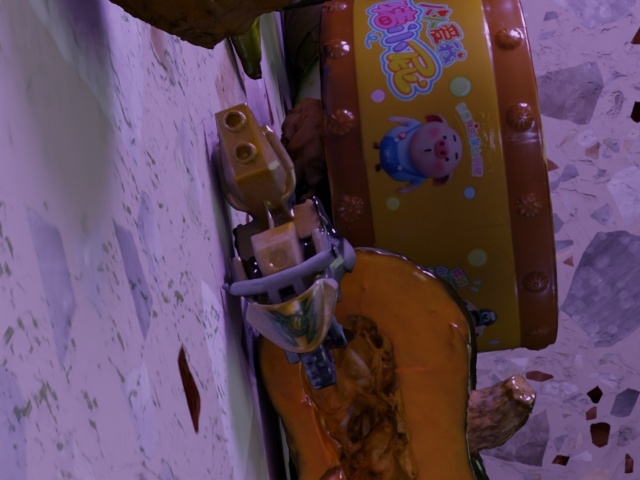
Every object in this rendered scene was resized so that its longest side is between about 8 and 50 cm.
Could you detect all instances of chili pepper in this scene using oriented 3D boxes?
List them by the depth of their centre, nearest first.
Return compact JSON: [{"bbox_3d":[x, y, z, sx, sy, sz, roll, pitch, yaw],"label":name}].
[{"bbox_3d":[-0.079,-0.225,1.088,0.049,0.043,0.208,50,-24,42],"label":"chili pepper"}]

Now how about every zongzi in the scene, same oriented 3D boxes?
[{"bbox_3d":[0.005,-0.289,1.861,0.300,0.139,0.286,97,-18,-49],"label":"zongzi"}]

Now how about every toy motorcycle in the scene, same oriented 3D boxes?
[{"bbox_3d":[-0.030,-0.001,0.863,0.130,0.094,0.229,44,27,-76],"label":"toy motorcycle"}]

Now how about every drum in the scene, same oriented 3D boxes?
[{"bbox_3d":[0.130,-0.076,1.258,0.431,0.214,0.431,-6,90,-83],"label":"drum"}]

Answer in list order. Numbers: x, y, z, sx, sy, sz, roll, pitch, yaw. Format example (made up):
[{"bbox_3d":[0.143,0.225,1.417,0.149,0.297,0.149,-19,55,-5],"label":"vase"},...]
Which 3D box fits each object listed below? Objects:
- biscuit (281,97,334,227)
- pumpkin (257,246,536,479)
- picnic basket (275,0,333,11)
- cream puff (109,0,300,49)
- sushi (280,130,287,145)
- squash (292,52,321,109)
[{"bbox_3d":[0.000,0.002,1.319,0.289,0.081,0.334,-78,160,-67],"label":"biscuit"},{"bbox_3d":[0.070,0.164,0.946,0.139,0.222,0.317,71,11,-72],"label":"pumpkin"},{"bbox_3d":[-0.010,-0.407,1.528,0.267,0.165,0.139,-23,103,-86],"label":"picnic basket"},{"bbox_3d":[-0.069,-0.178,0.557,0.150,0.115,0.165,3,87,-79],"label":"cream puff"},{"bbox_3d":[-0.025,-0.120,1.460,0.118,0.062,0.060,109,-30,-54],"label":"sushi"},{"bbox_3d":[0.077,-0.144,1.665,0.309,0.234,0.210,77,-5,-61],"label":"squash"}]
